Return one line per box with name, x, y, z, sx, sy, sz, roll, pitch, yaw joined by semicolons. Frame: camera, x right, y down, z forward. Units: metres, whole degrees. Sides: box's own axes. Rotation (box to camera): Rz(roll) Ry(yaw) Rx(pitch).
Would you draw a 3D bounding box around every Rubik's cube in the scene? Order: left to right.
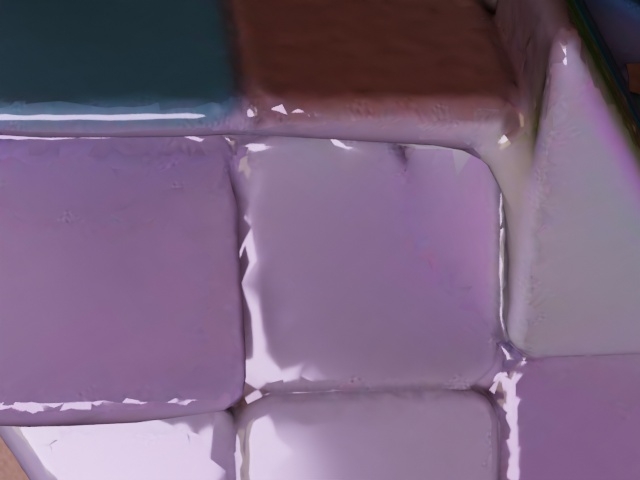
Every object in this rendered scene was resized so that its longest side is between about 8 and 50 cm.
Rubik's cube;0.000;0.000;0.788;0.358;0.387;0.368;-2;94;-9
